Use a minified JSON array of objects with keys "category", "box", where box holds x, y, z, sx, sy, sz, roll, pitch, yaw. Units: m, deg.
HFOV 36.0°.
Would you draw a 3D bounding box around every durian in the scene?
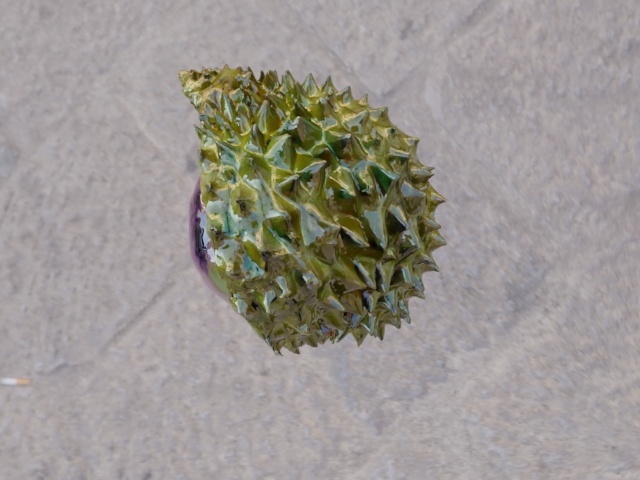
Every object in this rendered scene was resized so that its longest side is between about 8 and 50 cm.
[{"category":"durian","box":[-0.002,0.002,0.501,0.119,0.108,0.187,-10,120,23]}]
